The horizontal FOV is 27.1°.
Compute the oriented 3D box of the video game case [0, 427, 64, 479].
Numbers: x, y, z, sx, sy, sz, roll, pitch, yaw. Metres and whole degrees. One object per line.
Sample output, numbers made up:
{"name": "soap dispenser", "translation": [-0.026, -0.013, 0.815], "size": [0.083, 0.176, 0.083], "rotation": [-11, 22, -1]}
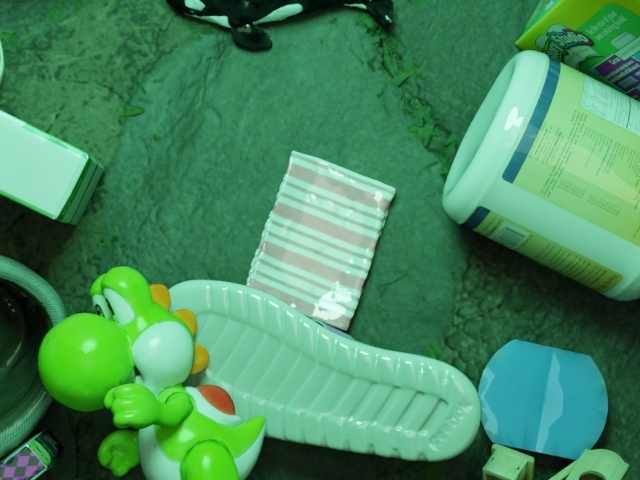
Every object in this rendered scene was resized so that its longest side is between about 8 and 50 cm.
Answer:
{"name": "video game case", "translation": [-0.403, 0.308, 1.513], "size": [0.232, 0.210, 0.042], "rotation": [-38, 91, -6]}

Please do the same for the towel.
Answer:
{"name": "towel", "translation": [0.000, 0.000, 1.662], "size": [0.144, 0.029, 0.197], "rotation": [20, 84, -4]}

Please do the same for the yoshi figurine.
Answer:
{"name": "yoshi figurine", "translation": [-0.206, 0.215, 1.520], "size": [0.203, 0.203, 0.362], "rotation": [-27, 86, 20]}

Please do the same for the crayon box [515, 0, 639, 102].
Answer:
{"name": "crayon box", "translation": [0.420, -0.224, 1.549], "size": [0.313, 0.363, 0.106], "rotation": [33, 84, -3]}

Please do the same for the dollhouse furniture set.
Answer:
{"name": "dollhouse furniture set", "translation": [0.290, 0.342, 1.656], "size": [0.161, 0.182, 0.101], "rotation": [18, 40, 28]}

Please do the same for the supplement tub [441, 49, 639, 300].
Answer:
{"name": "supplement tub", "translation": [0.330, -0.065, 1.597], "size": [0.316, 0.228, 0.228], "rotation": [26, 84, -3]}

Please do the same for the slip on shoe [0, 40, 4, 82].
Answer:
{"name": "slip on shoe", "translation": [-0.490, -0.319, 1.604], "size": [0.123, 0.101, 0.331], "rotation": [-27, 90, -8]}

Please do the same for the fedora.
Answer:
{"name": "fedora", "translation": [-0.432, 0.137, 1.546], "size": [0.275, 0.124, 0.244], "rotation": [-45, 112, -19]}

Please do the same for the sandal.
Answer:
{"name": "sandal", "translation": [-0.008, 0.168, 1.617], "size": [0.416, 0.102, 0.169], "rotation": [21, 99, 10]}

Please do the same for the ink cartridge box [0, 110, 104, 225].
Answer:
{"name": "ink cartridge box", "translation": [-0.344, -0.087, 1.548], "size": [0.153, 0.208, 0.087], "rotation": [25, 87, -2]}

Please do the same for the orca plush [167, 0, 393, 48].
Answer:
{"name": "orca plush", "translation": [-0.048, -0.313, 1.642], "size": [0.287, 0.102, 0.151], "rotation": [15, 85, -4]}

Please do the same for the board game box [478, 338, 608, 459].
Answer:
{"name": "board game box", "translation": [0.277, 0.201, 1.673], "size": [0.168, 0.033, 0.133], "rotation": [12, 79, -7]}
